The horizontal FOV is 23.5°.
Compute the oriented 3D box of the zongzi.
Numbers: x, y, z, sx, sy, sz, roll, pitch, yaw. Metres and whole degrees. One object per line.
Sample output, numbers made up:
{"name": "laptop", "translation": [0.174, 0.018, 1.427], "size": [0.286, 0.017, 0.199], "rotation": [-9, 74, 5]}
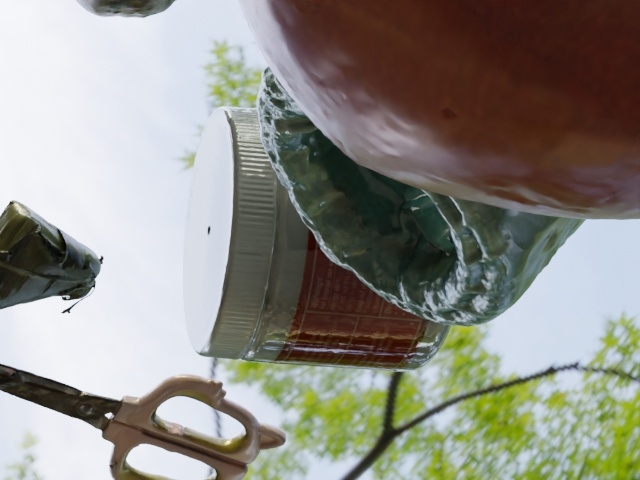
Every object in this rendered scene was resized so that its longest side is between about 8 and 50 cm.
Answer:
{"name": "zongzi", "translation": [-0.241, 0.041, 1.254], "size": [0.055, 0.109, 0.119], "rotation": [29, -96, 42]}

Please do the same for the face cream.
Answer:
{"name": "face cream", "translation": [0.000, 0.000, 1.226], "size": [0.187, 0.201, 0.201], "rotation": [5, -76, -15]}

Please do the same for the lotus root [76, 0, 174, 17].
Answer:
{"name": "lotus root", "translation": [-0.128, -0.293, 1.149], "size": [0.193, 0.193, 0.291], "rotation": [46, -24, 7]}

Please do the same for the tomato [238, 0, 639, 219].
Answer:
{"name": "tomato", "translation": [0.114, -0.178, 0.616], "size": [0.341, 0.273, 0.341], "rotation": [0, -89, -9]}

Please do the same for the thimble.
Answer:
{"name": "thimble", "translation": [0.070, -0.059, 0.924], "size": [0.198, 0.235, 0.143], "rotation": [44, -112, 4]}

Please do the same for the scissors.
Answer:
{"name": "scissors", "translation": [-0.190, 0.162, 1.407], "size": [0.318, 0.024, 0.160], "rotation": [22, -59, -22]}
